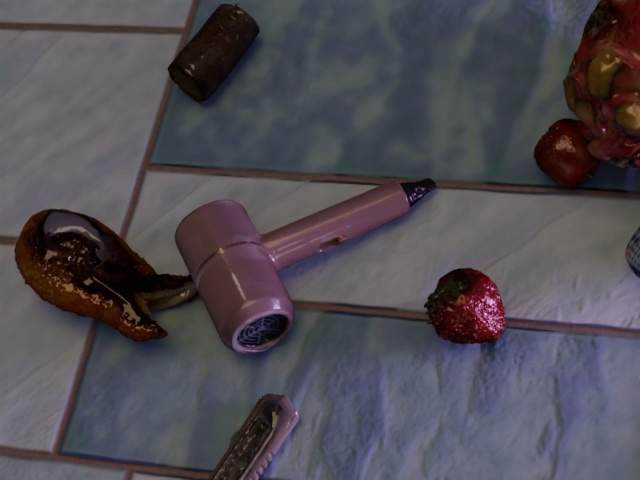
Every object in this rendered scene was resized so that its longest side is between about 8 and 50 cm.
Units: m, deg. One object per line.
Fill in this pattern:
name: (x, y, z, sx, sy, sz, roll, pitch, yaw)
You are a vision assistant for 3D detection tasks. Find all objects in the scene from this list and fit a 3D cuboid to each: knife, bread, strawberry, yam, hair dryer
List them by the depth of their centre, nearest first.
knife: (-0.147, 0.330, 1.852, 0.089, 0.043, 0.365, 27, 69, 27)
strawberry: (0.181, 0.086, 1.883, 0.106, 0.106, 0.106, -7, 58, 11)
hair dryer: (0.000, 0.000, 1.985, 0.344, 0.107, 0.189, -24, 57, -7)
bread: (-0.294, 0.049, 2.038, 0.269, 0.095, 0.139, 30, 57, 13)
yam: (-0.153, -0.271, 2.195, 0.079, 0.079, 0.141, 27, 68, 27)

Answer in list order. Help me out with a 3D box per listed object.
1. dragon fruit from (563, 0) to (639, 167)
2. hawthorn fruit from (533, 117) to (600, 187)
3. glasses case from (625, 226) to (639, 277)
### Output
dragon fruit: (0.427, -0.222, 1.890, 0.250, 0.269, 0.291, 28, 56, 22)
hawthorn fruit: (0.321, -0.110, 1.964, 0.093, 0.093, 0.093, -7, 58, 11)
glasses case: (0.514, -0.055, 1.861, 0.327, 0.076, 0.125, -37, 25, -8)
